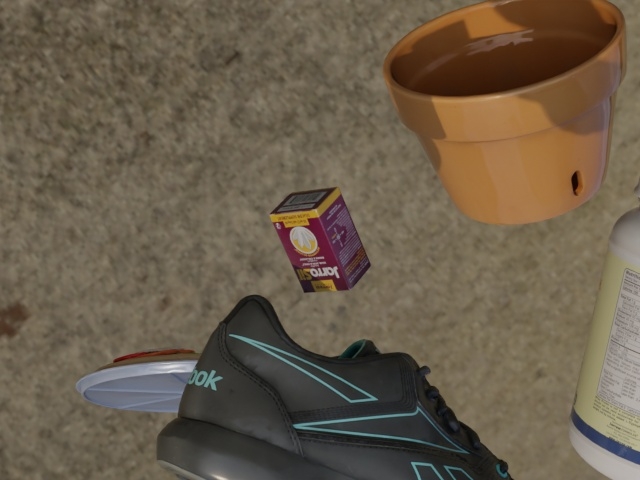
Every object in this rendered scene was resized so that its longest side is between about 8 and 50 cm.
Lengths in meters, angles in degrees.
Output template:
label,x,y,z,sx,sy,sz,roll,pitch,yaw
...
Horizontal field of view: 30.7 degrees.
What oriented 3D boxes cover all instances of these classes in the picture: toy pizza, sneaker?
label,x,y,z,sx,sy,sz,roll,pitch,yaw
toy pizza,-0.102,0.113,0.973,0.201,0.032,0.201,-2,163,-1
sneaker,0.050,0.116,0.631,0.101,0.267,0.106,-21,-131,64

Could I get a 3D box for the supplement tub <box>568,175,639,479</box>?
label,x,y,z,sx,sy,sz,roll,pitch,yaw
supplement tub,0.411,0.096,1.252,0.235,0.235,0.325,-4,108,-49

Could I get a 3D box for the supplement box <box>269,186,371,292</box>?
label,x,y,z,sx,sy,sz,roll,pitch,yaw
supplement box,0.000,0.000,1.022,0.043,0.055,0.083,-48,122,-45

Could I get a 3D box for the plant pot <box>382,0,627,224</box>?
label,x,y,z,sx,sy,sz,roll,pitch,yaw
plant pot,0.241,-0.156,1.436,0.291,0.291,0.203,-31,122,-21
